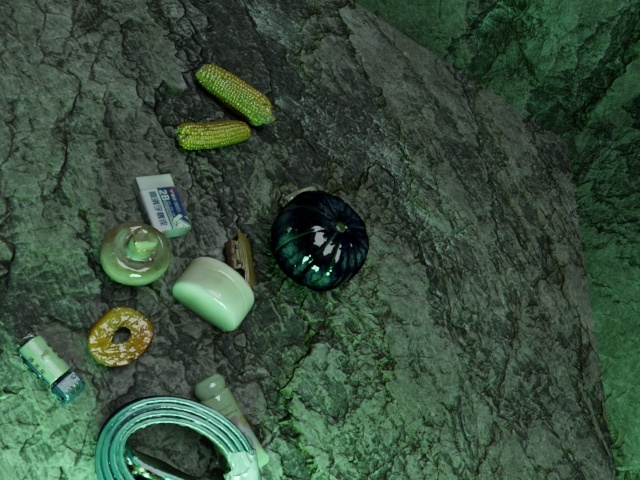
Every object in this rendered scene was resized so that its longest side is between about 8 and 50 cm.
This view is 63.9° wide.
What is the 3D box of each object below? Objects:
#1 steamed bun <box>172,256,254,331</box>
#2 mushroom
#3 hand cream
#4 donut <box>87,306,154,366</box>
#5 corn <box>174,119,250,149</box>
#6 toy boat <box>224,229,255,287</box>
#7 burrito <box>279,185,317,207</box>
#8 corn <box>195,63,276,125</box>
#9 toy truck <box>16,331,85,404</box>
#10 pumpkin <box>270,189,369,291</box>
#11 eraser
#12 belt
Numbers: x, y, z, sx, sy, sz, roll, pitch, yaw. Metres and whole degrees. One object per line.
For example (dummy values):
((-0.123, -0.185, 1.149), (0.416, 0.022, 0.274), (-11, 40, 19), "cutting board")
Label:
((-0.325, 0.162, 1.599), (0.241, 0.164, 0.146), (37, 50, -8), "steamed bun")
((-0.540, 0.028, 1.512), (0.204, 0.204, 0.204), (15, 58, -25), "mushroom")
((-0.271, 0.540, 1.487), (0.147, 0.093, 0.306), (-24, 88, -35), "hand cream")
((-0.566, 0.278, 1.446), (0.162, 0.065, 0.178), (44, 51, 2), "donut")
((-0.388, -0.395, 1.906), (0.313, 0.102, 0.102), (-16, 75, -37), "corn")
((-0.277, 0.075, 1.745), (0.088, 0.068, 0.226), (0, 68, -27), "toy boat")
((-0.086, -0.167, 2.012), (0.188, 0.045, 0.058), (-25, 55, -37), "burrito")
((-0.327, -0.573, 2.025), (0.347, 0.130, 0.130), (34, 51, -11), "corn")
((-0.694, 0.324, 1.321), (0.202, 0.088, 0.074), (49, 48, -1), "toy truck")
((0.000, 0.000, 1.834), (0.363, 0.266, 0.363), (18, 53, -26), "pumpkin")
((-0.523, -0.113, 1.685), (0.124, 0.068, 0.210), (-13, 72, -36), "eraser")
((-0.358, 0.570, 1.316), (0.436, 0.173, 0.300), (34, 68, -14), "belt")
